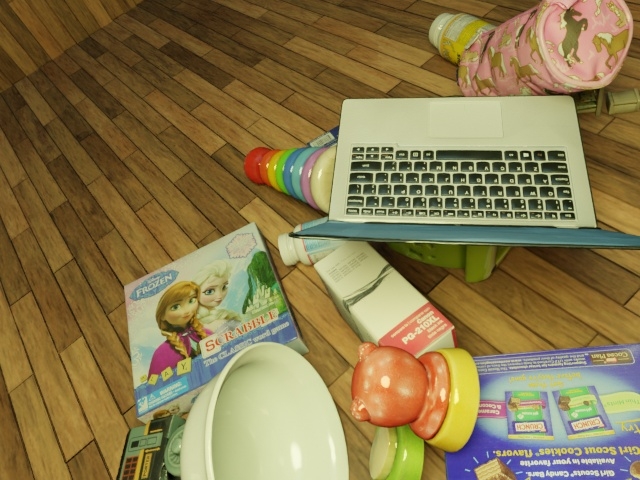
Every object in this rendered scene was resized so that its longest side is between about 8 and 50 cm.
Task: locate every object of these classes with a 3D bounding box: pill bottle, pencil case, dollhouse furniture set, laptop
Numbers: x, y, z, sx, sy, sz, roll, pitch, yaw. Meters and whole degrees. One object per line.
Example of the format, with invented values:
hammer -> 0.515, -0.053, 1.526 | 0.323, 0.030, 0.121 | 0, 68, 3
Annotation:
pill bottle -> 0.366, -0.490, 1.242 | 0.117, 0.118, 0.208 | -33, 49, -7
pill bottle -> 0.000, 0.000, 1.011 | 0.160, 0.087, 0.087 | -15, 49, 10
pencil case -> 0.385, -0.338, 0.920 | 0.167, 0.160, 0.386 | 14, 9, -8
dollhouse furniture set -> 0.564, -0.353, 1.064 | 0.181, 0.101, 0.161 | -4, 52, 19
laptop -> 0.190, -0.116, 0.662 | 0.381, 0.236, 0.408 | 2, 61, 9

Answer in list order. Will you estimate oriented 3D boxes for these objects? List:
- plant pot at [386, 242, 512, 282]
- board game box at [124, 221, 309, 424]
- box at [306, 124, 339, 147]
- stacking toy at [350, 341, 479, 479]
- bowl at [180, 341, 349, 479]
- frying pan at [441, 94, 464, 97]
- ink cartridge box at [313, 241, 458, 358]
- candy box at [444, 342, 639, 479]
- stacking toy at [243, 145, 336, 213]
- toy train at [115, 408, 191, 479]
plant pot -> 0.256, -0.074, 0.888 | 0.207, 0.227, 0.228 | 32, 69, 30
board game box -> -0.221, 0.150, 0.990 | 0.318, 0.066, 0.318 | -27, 48, -1
box -> 0.072, -0.188, 1.167 | 0.136, 0.037, 0.225 | -30, 49, -3
stacking toy -> 0.072, 0.295, 0.601 | 0.130, 0.280, 0.309 | 14, 53, -9
bowl -> -0.092, 0.302, 0.697 | 0.134, 0.298, 0.298 | -23, 45, 27
frying pan -> 0.244, -0.243, 1.118 | 0.325, 0.053, 0.197 | -23, 48, -10
ink cartridge box -> 0.108, 0.127, 0.809 | 0.100, 0.172, 0.237 | -35, 49, -9
candy box -> 0.284, 0.295, 0.582 | 0.267, 0.122, 0.317 | -8, 45, 16
stacking toy -> -0.064, -0.152, 1.118 | 0.330, 0.141, 0.141 | 17, 60, 45
toy train -> -0.223, 0.418, 0.740 | 0.190, 0.142, 0.334 | -19, 49, 22
